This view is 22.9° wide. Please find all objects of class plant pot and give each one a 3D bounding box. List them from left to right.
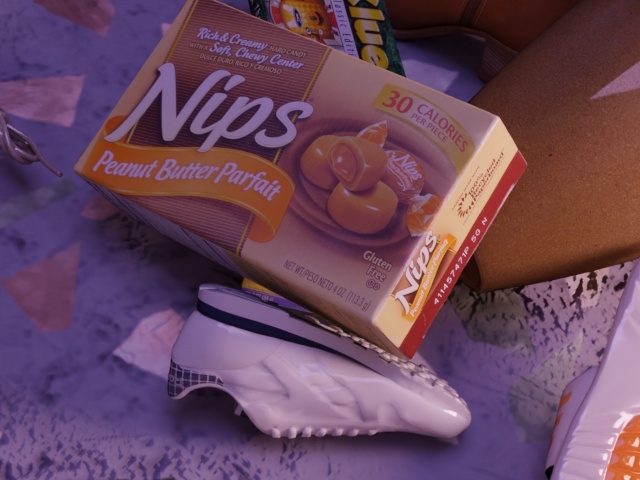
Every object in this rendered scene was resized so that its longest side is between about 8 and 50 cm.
[{"bbox_3d":[0.210,-0.067,1.303,0.254,0.237,0.237,-30,59,-9],"label":"plant pot"}]

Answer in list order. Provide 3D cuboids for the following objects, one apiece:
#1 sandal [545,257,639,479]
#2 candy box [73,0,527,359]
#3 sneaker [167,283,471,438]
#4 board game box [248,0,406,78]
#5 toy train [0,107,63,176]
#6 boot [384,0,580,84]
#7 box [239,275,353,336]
[{"bbox_3d":[0.237,0.128,1.222,0.102,0.076,0.265,30,63,-10],"label":"sandal"},{"bbox_3d":[-0.021,-0.058,1.241,0.316,0.087,0.183,26,78,33],"label":"candy box"},{"bbox_3d":[0.000,0.113,1.211,0.235,0.090,0.095,21,89,-6],"label":"sneaker"},{"bbox_3d":[0.004,-0.187,1.406,0.136,0.030,0.260,1,64,-35],"label":"board game box"},{"bbox_3d":[-0.345,-0.099,1.326,0.143,0.105,0.248,-35,62,-18],"label":"toy train"},{"bbox_3d":[0.125,-0.267,1.436,0.109,0.220,0.283,-35,62,-29],"label":"boot"},{"bbox_3d":[0.000,0.000,1.320,0.105,0.043,0.179,12,49,3],"label":"box"}]
